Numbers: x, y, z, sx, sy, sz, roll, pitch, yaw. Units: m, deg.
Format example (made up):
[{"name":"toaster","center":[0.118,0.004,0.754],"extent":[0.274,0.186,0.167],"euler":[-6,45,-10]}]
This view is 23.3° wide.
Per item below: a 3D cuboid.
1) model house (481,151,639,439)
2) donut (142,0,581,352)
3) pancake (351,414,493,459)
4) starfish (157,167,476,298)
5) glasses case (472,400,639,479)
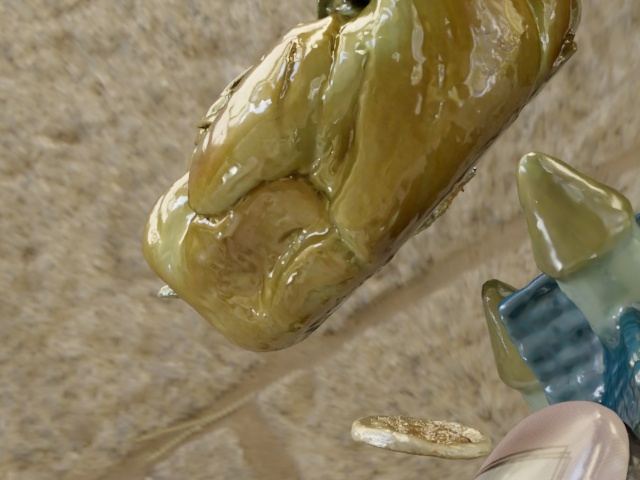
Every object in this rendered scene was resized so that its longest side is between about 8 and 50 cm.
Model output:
[{"name":"model house","center":[0.168,0.097,0.871],"extent":[0.194,0.267,0.325],"euler":[-31,108,18]},{"name":"donut","center":[0.024,-0.085,1.062],"extent":[0.170,0.360,0.360],"euler":[41,89,-3]},{"name":"pancake","center":[0.105,0.200,1.582],"extent":[0.151,0.151,0.025],"euler":[6,91,8]},{"name":"starfish","center":[0.000,0.002,1.812],"extent":[0.347,0.358,0.078],"euler":[-34,104,-26]},{"name":"glasses case","center":[0.077,0.218,0.687],"extent":[0.075,0.122,0.314],"euler":[28,63,-17]}]
